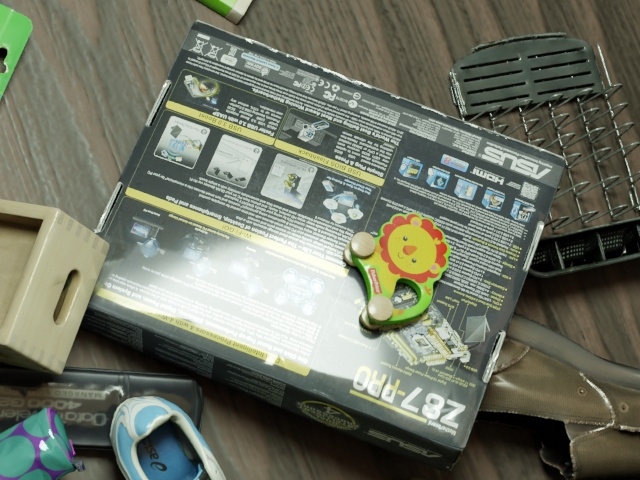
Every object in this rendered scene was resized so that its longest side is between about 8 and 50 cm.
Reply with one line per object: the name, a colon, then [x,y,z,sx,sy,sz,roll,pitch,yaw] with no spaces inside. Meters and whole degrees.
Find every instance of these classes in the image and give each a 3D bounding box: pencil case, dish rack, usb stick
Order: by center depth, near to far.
pencil case: [-0.287,0.212,1.439,0.151,0.070,0.064,-30,47,-7]
usb stick: [-0.242,0.154,1.503,0.278,0.045,0.077,5,83,-18]
dish rack: [0.256,-0.097,1.736,0.208,0.074,0.271,-11,79,-23]

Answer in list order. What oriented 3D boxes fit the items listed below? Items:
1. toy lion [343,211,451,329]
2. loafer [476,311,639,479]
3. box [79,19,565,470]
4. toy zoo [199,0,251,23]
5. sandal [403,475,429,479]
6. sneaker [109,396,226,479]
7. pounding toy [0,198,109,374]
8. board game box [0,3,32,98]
toy lion: [0.075,0.025,1.490,0.096,0.034,0.100,-9,72,-17]
loafer: [0.277,0.191,1.642,0.366,0.134,0.130,23,72,-2]
box: [0.000,0.000,1.556,0.395,0.097,0.318,20,67,3]
toy zoo: [-0.167,-0.377,1.687,0.293,0.030,0.192,31,67,-9]
sandal: [0.154,0.285,1.602,0.180,0.072,0.049,39,45,-1]
sneaker: [-0.113,0.246,1.483,0.085,0.086,0.237,-35,106,-14]
pounding toy: [-0.315,0.059,1.456,0.094,0.206,0.181,40,64,-53]
board game box: [-0.415,-0.209,1.549,0.259,0.039,0.124,23,69,-9]
